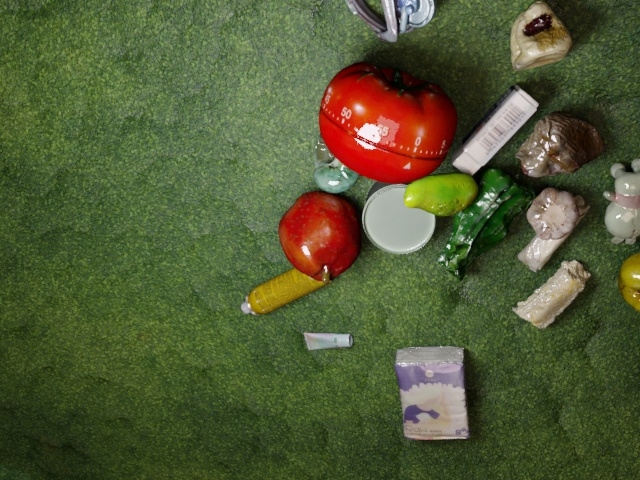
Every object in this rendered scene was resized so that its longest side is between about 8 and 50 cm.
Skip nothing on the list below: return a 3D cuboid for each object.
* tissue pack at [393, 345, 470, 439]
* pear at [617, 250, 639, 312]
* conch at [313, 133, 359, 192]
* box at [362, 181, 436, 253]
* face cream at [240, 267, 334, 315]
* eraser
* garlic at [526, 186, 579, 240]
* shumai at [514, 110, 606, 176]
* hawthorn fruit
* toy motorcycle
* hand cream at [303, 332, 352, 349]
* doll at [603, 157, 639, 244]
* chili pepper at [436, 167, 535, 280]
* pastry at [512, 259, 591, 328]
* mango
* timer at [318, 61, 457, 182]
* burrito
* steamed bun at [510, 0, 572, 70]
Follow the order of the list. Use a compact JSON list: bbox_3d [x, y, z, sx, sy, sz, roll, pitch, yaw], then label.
[{"bbox_3d":[0.401,0.550,2.115,0.242,0.125,0.343,-5,112,12],"label":"tissue pack"},{"bbox_3d":[1.006,0.123,1.798,0.200,0.200,0.200,4,114,8],"label":"pear"},{"bbox_3d":[0.045,-0.235,1.841,0.176,0.122,0.188,35,114,17],"label":"conch"},{"bbox_3d":[0.248,-0.086,1.853,0.226,0.149,0.226,4,114,9],"label":"box"},{"bbox_3d":[-0.126,0.169,2.052,0.349,0.105,0.105,-28,106,19],"label":"face cream"},{"bbox_3d":[0.499,-0.318,1.723,0.081,0.124,0.279,38,114,-7],"label":"eraser"},{"bbox_3d":[0.696,-0.082,1.775,0.147,0.102,0.159,1,102,19],"label":"garlic"},{"bbox_3d":[0.673,-0.280,1.721,0.185,0.218,0.184,-2,107,57],"label":"shumai"},{"bbox_3d":[0.000,0.000,1.843,0.265,0.307,0.265,-2,138,-1],"label":"hawthorn fruit"},{"bbox_3d":[0.166,-0.696,1.583,0.241,0.182,0.319,-17,111,16],"label":"toy motorcycle"},{"bbox_3d":[0.027,0.363,2.148,0.174,0.047,0.076,-6,113,22],"label":"hand cream"},{"bbox_3d":[0.911,-0.101,1.752,0.155,0.113,0.275,-4,112,8],"label":"doll"},{"bbox_3d":[0.477,-0.052,1.818,0.167,0.213,0.385,47,114,36],"label":"chili pepper"},{"bbox_3d":[0.759,0.179,1.919,0.121,0.089,0.258,31,118,-18],"label":"pastry"},{"bbox_3d":[0.341,-0.129,1.697,0.233,0.111,0.125,-12,89,-18],"label":"mango"},{"bbox_3d":[0.180,-0.322,1.637,0.378,0.378,0.279,21,118,0],"label":"timer"},{"bbox_3d":[0.731,-0.021,1.849,0.082,0.059,0.275,39,114,8],"label":"burrito"},{"bbox_3d":[0.585,-0.556,1.599,0.141,0.172,0.155,-13,93,4],"label":"steamed bun"}]
